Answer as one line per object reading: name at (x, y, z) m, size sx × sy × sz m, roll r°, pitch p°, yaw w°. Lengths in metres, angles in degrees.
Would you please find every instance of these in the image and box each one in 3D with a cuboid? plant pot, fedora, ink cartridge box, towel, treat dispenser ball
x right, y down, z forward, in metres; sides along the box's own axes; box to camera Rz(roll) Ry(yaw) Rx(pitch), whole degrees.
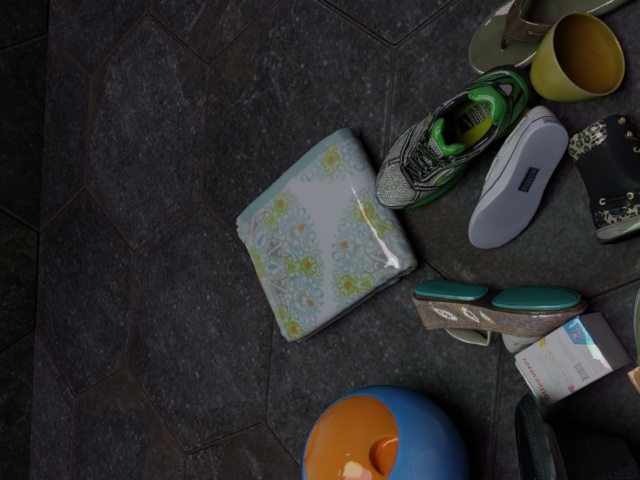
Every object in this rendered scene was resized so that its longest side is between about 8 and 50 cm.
plant pot at (0.380, -0.265, 1.047) m, size 0.095 × 0.134 × 0.134 m, roll 147°, pitch 114°, yaw -65°
fedora at (0.380, 0.374, 0.979) m, size 0.153 × 0.334 × 0.333 m, roll -9°, pitch 83°, yaw 8°
ink cartridge box at (0.384, 0.187, 1.058) m, size 0.143 × 0.090 × 0.092 m, roll -43°, pitch 63°, yaw 35°
towel at (0.000, 0.000, 1.407) m, size 0.374 × 0.090 × 0.320 m, roll -38°, pitch 69°, yaw 35°
treat dispenser ball at (0.111, 0.395, 1.175) m, size 0.288 × 0.288 × 0.288 m, roll 0°, pitch 91°, yaw 42°

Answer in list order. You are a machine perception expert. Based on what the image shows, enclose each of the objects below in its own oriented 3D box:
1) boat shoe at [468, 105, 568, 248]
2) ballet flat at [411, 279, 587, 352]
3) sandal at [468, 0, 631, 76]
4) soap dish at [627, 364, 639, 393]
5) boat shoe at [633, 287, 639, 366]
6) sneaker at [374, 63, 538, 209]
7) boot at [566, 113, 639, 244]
boat shoe at (0.320, -0.099, 1.124) m, size 0.084 × 0.095 × 0.258 m, roll -90°, pitch 22°, yaw -52°
ballet flat at (0.297, 0.129, 1.144) m, size 0.316 × 0.108 × 0.106 m, roll 3°, pitch 111°, yaw 47°
sandal at (0.357, -0.370, 1.080) m, size 0.303 × 0.086 × 0.120 m, roll -30°, pitch 71°, yaw 38°
soap dish at (0.563, 0.176, 0.816) m, size 0.291 × 0.118 × 0.229 m, roll -37°, pitch 78°, yaw 17°
boat shoe at (0.500, 0.199, 0.951) m, size 0.109 × 0.094 × 0.302 m, roll -14°, pitch 81°, yaw 41°
sneaker at (0.198, -0.165, 1.161) m, size 0.134 × 0.146 × 0.343 m, roll 52°, pitch 132°, yaw 9°
boot at (0.478, -0.113, 0.976) m, size 0.236 × 0.085 × 0.178 m, roll -31°, pitch 68°, yaw 38°
